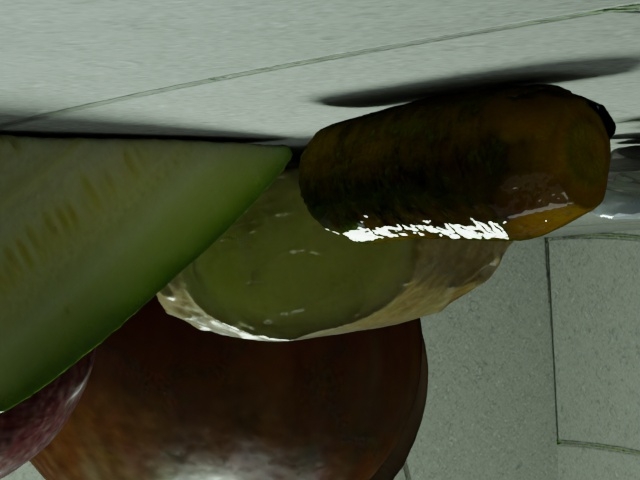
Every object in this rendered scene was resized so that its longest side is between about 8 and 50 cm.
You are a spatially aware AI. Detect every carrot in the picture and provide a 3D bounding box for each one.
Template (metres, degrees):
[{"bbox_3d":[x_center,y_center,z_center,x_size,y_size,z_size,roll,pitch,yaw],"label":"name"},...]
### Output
[{"bbox_3d":[0.071,-0.037,1.033,0.082,0.082,0.173,-1,174,-43],"label":"carrot"}]

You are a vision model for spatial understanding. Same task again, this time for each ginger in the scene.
[{"bbox_3d":[0.000,0.000,1.429,0.275,0.130,0.221,3,-172,5],"label":"ginger"}]

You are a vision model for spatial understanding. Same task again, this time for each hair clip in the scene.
[{"bbox_3d":[0.248,-0.045,1.346,0.146,0.075,0.257,-8,-178,5],"label":"hair clip"}]

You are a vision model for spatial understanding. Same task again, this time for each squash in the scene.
[{"bbox_3d":[-0.174,-0.046,1.194,0.111,0.203,0.289,-6,-148,46],"label":"squash"}]

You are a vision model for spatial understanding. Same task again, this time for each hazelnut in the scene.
[{"bbox_3d":[-0.093,0.107,1.743,0.409,0.359,0.359,8,-174,44],"label":"hazelnut"}]

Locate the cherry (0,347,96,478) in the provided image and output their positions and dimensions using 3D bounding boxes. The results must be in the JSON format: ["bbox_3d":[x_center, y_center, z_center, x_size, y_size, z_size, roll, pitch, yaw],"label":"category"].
[{"bbox_3d":[-0.269,0.063,1.473,0.203,0.230,0.300,-11,-166,22],"label":"cherry"}]
